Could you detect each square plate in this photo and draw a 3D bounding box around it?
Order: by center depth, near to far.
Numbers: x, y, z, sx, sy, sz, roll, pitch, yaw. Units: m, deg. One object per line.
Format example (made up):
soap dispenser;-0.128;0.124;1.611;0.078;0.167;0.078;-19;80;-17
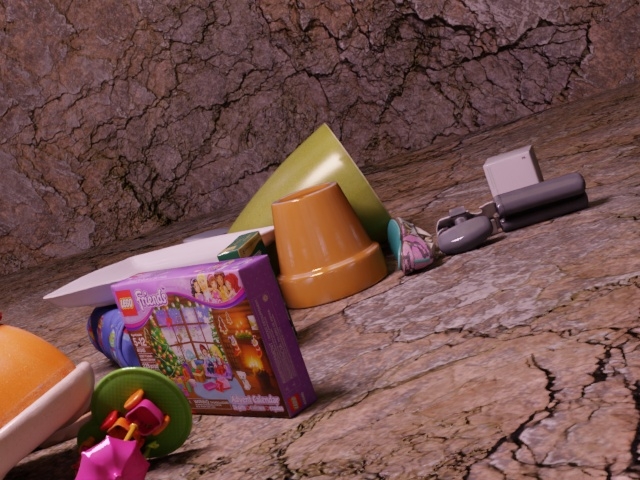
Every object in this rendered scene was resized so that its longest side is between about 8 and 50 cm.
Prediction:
square plate;-0.268;0.050;1.834;0.344;0.049;0.347;-11;8;18

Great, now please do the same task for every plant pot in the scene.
plant pot;0.000;0.000;1.848;0.205;0.188;0.205;-18;10;3
plant pot;-0.033;-0.041;2.050;0.293;0.275;0.275;-35;9;3

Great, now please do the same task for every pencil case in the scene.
pencil case;-0.319;0.163;1.755;0.133;0.119;0.306;3;1;-21

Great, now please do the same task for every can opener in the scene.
can opener;0.348;-0.037;1.827;0.283;0.076;0.095;-17;42;8

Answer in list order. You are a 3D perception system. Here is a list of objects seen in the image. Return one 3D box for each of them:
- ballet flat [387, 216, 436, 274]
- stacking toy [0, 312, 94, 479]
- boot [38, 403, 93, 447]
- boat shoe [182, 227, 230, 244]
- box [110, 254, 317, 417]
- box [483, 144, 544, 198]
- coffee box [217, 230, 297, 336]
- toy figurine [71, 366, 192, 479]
ballet flat;0.171;0.010;1.856;0.079;0.077;0.221;0;14;-2
stacking toy;-0.543;0.111;1.237;0.350;0.480;0.350;-37;4;3
boot;-0.487;0.270;1.485;0.305;0.115;0.112;-22;12;-13
boat shoe;-0.202;0.030;2.322;0.306;0.105;0.113;-1;15;42
box;-0.150;0.133;1.353;0.293;0.201;0.057;-9;13;46
box;0.401;-0.130;2.083;0.102;0.101;0.087;-17;10;18
coffee box;-0.096;0.086;1.559;0.040;0.184;0.113;-16;10;18
toy figurine;-0.248;0.255;1.187;0.173;0.130;0.159;-38;12;22
